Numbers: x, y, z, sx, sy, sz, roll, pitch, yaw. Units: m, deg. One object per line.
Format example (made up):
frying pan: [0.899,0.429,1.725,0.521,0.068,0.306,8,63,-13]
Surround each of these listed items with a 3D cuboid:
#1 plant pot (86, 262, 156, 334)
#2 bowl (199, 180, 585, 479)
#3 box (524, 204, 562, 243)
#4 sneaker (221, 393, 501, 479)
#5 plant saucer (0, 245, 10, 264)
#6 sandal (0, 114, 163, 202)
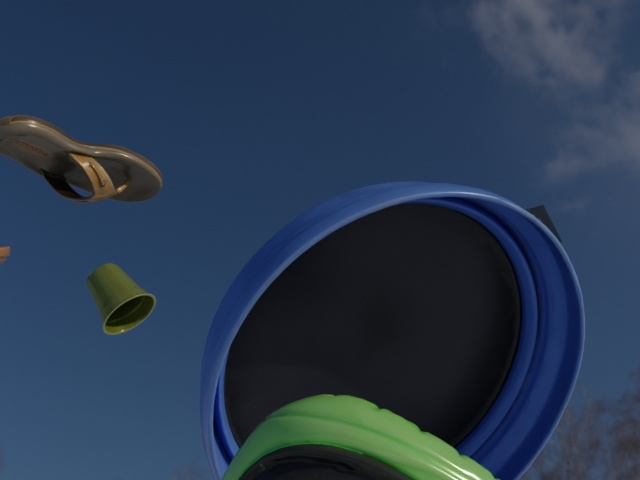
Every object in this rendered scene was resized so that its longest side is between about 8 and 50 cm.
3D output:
plant pot: [-0.288,0.076,1.127,0.083,0.079,0.083,-33,-23,-16]
bowl: [0.072,0.126,0.770,0.391,0.077,0.391,-9,-66,-20]
box: [0.224,-0.001,0.923,0.083,0.052,0.062,-12,-17,-41]
sneaker: [0.135,0.279,0.445,0.483,0.202,0.185,26,-30,18]
plant saucer: [-0.562,0.033,1.179,0.200,0.037,0.200,-4,2,0]
sandal: [-0.236,-0.066,0.780,0.072,0.049,0.180,-31,-34,31]
